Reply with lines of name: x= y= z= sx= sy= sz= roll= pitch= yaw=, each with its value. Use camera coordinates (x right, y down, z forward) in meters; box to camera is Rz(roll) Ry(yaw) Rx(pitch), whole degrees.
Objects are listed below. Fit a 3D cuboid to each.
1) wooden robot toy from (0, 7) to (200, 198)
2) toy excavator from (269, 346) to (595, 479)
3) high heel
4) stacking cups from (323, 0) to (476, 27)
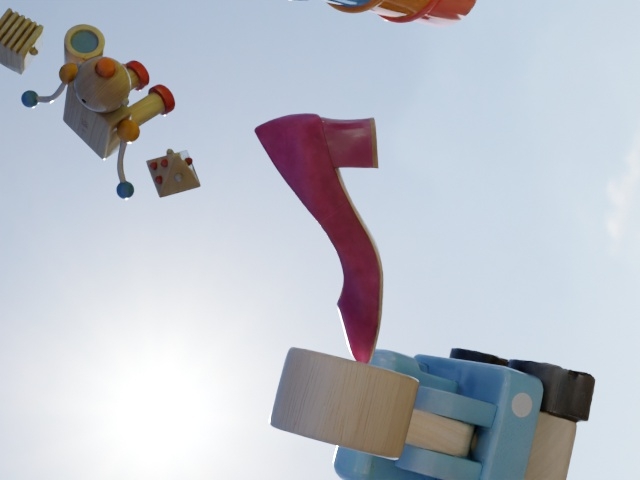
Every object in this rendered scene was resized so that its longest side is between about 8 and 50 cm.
wooden robot toy: x=-0.140 y=-0.104 z=0.834 sx=0.076 sy=0.173 sz=0.079 roll=-42 pitch=-11 yaw=-26
toy excavator: x=0.098 y=0.208 z=1.413 sx=0.445 sy=0.433 sz=0.222 roll=16 pitch=-97 yaw=-22
high heel: x=0.000 y=0.000 z=1.235 sx=0.082 sy=0.117 sz=0.244 roll=-102 pitch=9 yaw=-80
stacking cups: x=0.003 y=-0.193 z=0.870 sx=0.316 sy=0.096 sz=0.096 roll=6 pitch=-90 yaw=-55
